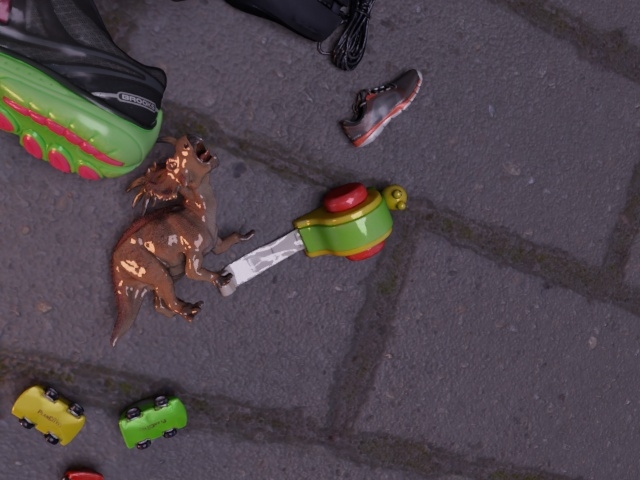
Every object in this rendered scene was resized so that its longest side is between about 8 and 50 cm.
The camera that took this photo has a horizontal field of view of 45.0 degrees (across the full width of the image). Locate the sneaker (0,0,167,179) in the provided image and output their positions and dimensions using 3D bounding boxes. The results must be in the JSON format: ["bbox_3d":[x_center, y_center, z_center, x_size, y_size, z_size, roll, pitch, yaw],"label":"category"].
[{"bbox_3d":[-0.400,-0.272,0.944,0.482,0.185,0.202,39,55,-21],"label":"sneaker"}]

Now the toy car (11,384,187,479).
[{"bbox_3d":[-0.306,0.285,1.124,0.224,0.053,0.239,-19,107,-20],"label":"toy car"}]

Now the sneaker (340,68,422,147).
[{"bbox_3d":[0.094,-0.219,1.203,0.065,0.061,0.158,44,80,-17],"label":"sneaker"}]

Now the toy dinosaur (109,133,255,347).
[{"bbox_3d":[-0.223,-0.001,1.077,0.200,0.127,0.296,43,94,-16],"label":"toy dinosaur"}]

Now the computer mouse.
[{"bbox_3d":[-0.028,-0.372,1.115,0.272,0.072,0.189,14,95,-25],"label":"computer mouse"}]

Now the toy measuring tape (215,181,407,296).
[{"bbox_3d":[0.000,0.000,1.171,0.330,0.121,0.122,-28,109,-16],"label":"toy measuring tape"}]
